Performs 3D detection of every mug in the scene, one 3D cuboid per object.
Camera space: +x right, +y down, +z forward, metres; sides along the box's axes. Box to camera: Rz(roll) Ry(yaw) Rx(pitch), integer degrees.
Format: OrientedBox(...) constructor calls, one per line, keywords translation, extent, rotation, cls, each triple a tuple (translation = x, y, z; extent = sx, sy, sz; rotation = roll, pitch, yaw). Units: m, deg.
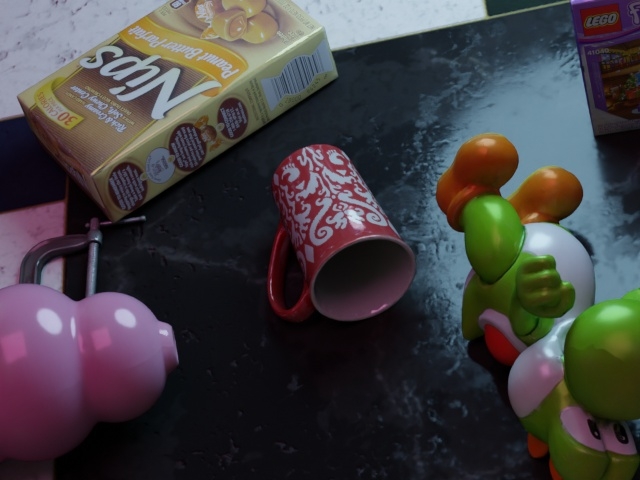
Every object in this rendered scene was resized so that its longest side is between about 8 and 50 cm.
OrientedBox(translation=(0.000, -0.007, 1.901), extent=(0.150, 0.113, 0.169), rotation=(-22, 46, -4), cls="mug")

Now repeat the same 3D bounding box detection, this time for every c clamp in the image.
OrientedBox(translation=(-0.266, 0.038, 2.000), extent=(0.137, 0.022, 0.160), rotation=(-5, 50, 12), cls="c clamp")

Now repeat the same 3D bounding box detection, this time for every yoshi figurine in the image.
OrientedBox(translation=(0.241, 0.054, 1.726), extent=(0.203, 0.203, 0.362), rotation=(-14, 52, -3), cls="yoshi figurine")

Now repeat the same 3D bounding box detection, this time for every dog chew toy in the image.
OrientedBox(translation=(-0.307, 0.135, 1.825), extent=(0.332, 0.206, 0.206), rotation=(-10, 49, -2), cls="dog chew toy")

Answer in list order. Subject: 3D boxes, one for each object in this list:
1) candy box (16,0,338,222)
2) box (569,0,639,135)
OrientedBox(translation=(-0.161, -0.175, 2.094), extent=(0.316, 0.087, 0.183), rotation=(-34, 48, -15), cls="candy box")
OrientedBox(translation=(0.409, -0.215, 1.884), extent=(0.293, 0.201, 0.057), rotation=(-9, 50, 9), cls="box")
